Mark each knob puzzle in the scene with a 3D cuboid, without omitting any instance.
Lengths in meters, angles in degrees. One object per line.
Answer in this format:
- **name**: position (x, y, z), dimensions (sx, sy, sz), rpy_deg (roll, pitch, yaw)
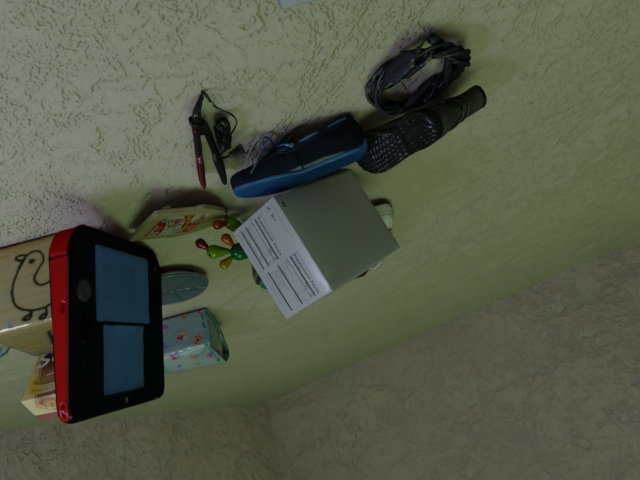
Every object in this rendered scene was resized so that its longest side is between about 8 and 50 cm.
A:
- **knob puzzle**: position (-0.283, -0.047, 1.112), dimensions (0.213, 0.030, 0.213), rpy_deg (-16, 170, -3)

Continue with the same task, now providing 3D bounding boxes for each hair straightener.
- **hair straightener**: position (-0.176, -0.170, 0.910), dimensions (0.089, 0.047, 0.230), rpy_deg (-11, 152, -12)

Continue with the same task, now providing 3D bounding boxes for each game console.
- **game console**: position (-0.406, 0.163, 1.062), dimensions (0.060, 0.342, 0.386), rpy_deg (-11, 169, 5)

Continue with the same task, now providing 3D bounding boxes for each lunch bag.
- **lunch bag**: position (-0.435, 0.350, 1.746), dimensions (0.223, 0.160, 0.262), rpy_deg (-16, 151, -1)

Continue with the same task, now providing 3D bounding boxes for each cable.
- **cable**: position (0.161, -0.272, 0.888), dimensions (0.150, 0.047, 0.184), rpy_deg (-8, 160, -36)

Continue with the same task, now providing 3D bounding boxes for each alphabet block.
- **alphabet block**: position (-0.555, 0.116, 1.114), dimensions (0.197, 0.193, 0.193), rpy_deg (-15, 158, -2)

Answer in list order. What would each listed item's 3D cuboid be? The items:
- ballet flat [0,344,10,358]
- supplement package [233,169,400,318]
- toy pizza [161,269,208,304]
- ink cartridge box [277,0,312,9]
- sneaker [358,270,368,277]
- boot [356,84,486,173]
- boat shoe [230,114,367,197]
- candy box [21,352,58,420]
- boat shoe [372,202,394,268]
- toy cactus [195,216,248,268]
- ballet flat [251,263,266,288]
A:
- **ballet flat**: position (-0.969, 0.263, 1.270), dimensions (0.408, 0.147, 0.147), rpy_deg (-13, 156, -6)
- **supplement package**: position (0.000, 0.000, 1.072), dimensions (0.145, 0.204, 0.261), rpy_deg (-37, 173, 41)
- **toy pizza**: position (-0.401, 0.121, 1.414), dimensions (0.201, 0.032, 0.201), rpy_deg (-14, 155, -7)
- **ink cartridge box**: position (0.082, -0.379, 0.572), dimensions (0.311, 0.065, 0.186), rpy_deg (-14, 156, 1)
- **sneaker**: position (0.049, 0.110, 1.602), dimensions (0.222, 0.083, 0.118), rpy_deg (-31, 152, 29)
- **boot**: position (0.179, -0.203, 0.980), dimensions (0.161, 0.083, 0.246), rpy_deg (-32, -169, -31)
- **boat shoe**: position (-0.044, -0.153, 0.972), dimensions (0.258, 0.089, 0.109), rpy_deg (-19, 170, -4)
- **candy box**: position (-0.537, 0.241, 1.225), dimensions (0.182, 0.316, 0.088), rpy_deg (-14, 130, 4)
- **boat shoe**: position (0.153, -0.004, 1.398), dimensions (0.098, 0.096, 0.277), rpy_deg (-13, 156, -4)
- **toy cactus**: position (-0.143, 0.016, 1.147), dimensions (0.219, 0.180, 0.112), rpy_deg (-13, 129, -52)
- **ballet flat**: position (-0.013, 0.009, 1.307), dimensions (0.348, 0.123, 0.123), rpy_deg (-21, 156, 5)
